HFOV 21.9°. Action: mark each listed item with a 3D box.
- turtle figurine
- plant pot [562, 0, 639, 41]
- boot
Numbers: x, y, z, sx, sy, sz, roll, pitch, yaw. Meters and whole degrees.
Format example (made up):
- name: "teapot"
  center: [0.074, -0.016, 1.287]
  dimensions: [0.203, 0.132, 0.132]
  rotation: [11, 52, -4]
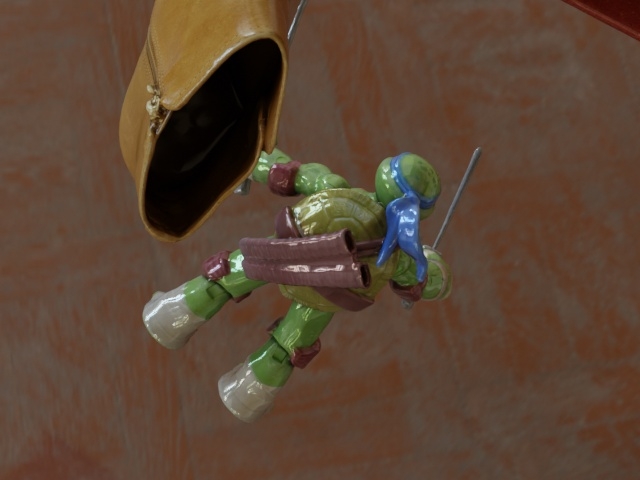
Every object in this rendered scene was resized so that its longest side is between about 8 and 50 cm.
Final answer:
- name: "turtle figurine"
  center: [0.000, 0.000, 1.338]
  dimensions: [0.198, 0.266, 0.275]
  rotation: [30, 28, -38]
- name: "plant pot"
  center: [0.256, -0.277, 0.956]
  dimensions: [0.267, 0.267, 0.236]
  rotation: [28, 61, -3]
- name: "boot"
  center: [-0.036, -0.153, 0.971]
  dimensions: [0.104, 0.211, 0.295]
  rotation: [20, 107, -17]
